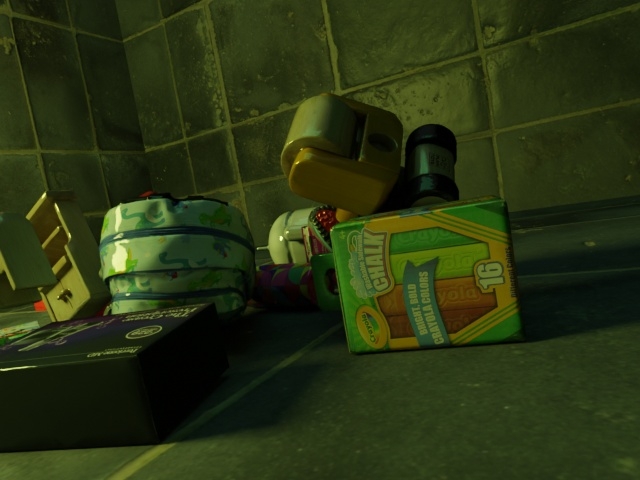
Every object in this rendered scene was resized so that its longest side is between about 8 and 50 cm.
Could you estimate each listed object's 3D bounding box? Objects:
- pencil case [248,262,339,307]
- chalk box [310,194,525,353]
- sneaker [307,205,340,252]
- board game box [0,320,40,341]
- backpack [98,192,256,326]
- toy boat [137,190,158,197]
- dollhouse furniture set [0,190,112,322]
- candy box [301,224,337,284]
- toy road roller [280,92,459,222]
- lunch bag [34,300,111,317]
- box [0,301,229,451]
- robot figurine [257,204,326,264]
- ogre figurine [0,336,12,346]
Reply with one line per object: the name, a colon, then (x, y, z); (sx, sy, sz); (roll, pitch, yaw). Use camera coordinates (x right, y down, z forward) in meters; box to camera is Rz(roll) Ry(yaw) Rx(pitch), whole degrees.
pencil case: (-0.074, 0.095, 1.044); (0.236, 0.104, 0.104); (-6, 6, 38)
chalk box: (0.121, 0.047, 0.700); (0.289, 0.180, 0.179); (-10, 4, 16)
sneaker: (0.058, 0.031, 1.033); (0.125, 0.262, 0.104); (-22, 36, 48)
board game box: (-0.733, 0.233, 1.121); (0.160, 0.039, 0.211); (-13, 5, -32)
backpack: (-0.237, 0.046, 0.836); (0.290, 0.273, 0.355); (4, -30, -13)
toy boat: (-0.322, 0.032, 1.108); (0.267, 0.318, 0.148); (-31, 21, 12)
dollhouse furniture set: (-0.632, 0.058, 0.909); (0.362, 0.256, 0.394); (-37, -14, 28)
candy box: (0.081, 0.020, 1.249); (0.233, 0.159, 0.071); (-12, 6, -16)
toy road roller: (0.083, -0.091, 0.886); (0.329, 0.240, 0.202); (18, 46, -6)
lunch bag: (-0.680, 0.161, 1.410); (0.258, 0.120, 0.293); (-14, 6, -37)
box: (-0.273, 0.159, 0.591); (0.261, 0.103, 0.184); (-9, 10, 13)
robot figurine: (0.000, 0.000, 1.424); (0.353, 0.199, 0.300); (-9, -16, 15)
ogre figurine: (-0.574, 0.205, 0.770); (0.097, 0.197, 0.118); (40, 13, 19)
